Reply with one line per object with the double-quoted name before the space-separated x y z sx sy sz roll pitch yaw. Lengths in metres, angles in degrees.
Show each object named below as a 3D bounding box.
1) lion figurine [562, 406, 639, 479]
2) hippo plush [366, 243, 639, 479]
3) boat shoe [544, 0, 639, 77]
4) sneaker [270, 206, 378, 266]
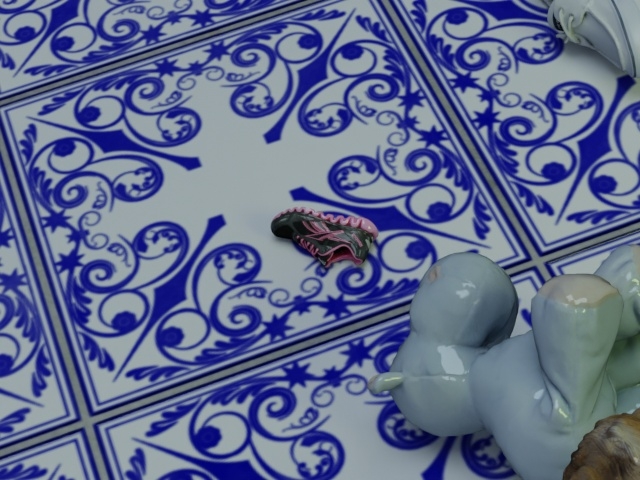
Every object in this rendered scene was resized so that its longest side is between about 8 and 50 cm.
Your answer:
"lion figurine" 0.211 0.341 1.290 0.392 0.142 0.240 -56 46 9
"hippo plush" 0.194 0.131 1.535 0.236 0.234 0.294 15 95 41
"boat shoe" 0.308 -0.264 1.894 0.084 0.095 0.258 -21 40 -3
"sneaker" 0.000 0.000 1.747 0.119 0.047 0.057 7 63 16
